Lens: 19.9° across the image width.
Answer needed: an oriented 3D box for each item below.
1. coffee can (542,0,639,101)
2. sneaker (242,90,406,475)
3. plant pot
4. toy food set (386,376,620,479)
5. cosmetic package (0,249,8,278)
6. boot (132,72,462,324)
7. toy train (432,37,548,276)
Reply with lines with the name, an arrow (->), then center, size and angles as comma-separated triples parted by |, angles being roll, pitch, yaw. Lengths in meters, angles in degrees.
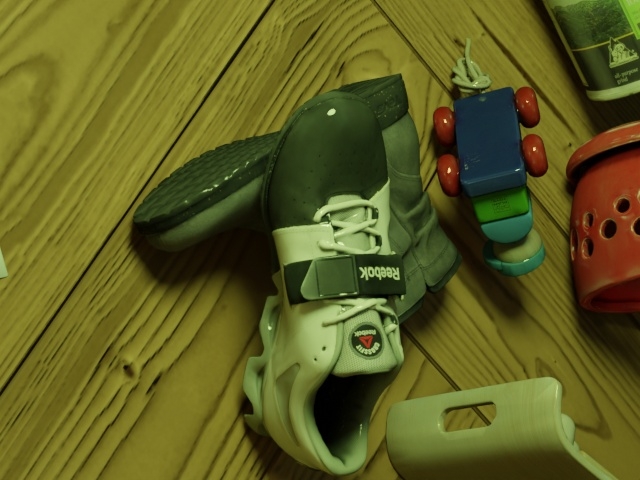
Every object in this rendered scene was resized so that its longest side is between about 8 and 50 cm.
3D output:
coffee can -> 0.319, -0.316, 1.954 | 0.201, 0.201, 0.275 | -40, 107, -41
sneaker -> 0.024, 0.043, 1.535 | 0.122, 0.146, 0.330 | -7, 114, -29
plant pot -> 0.351, -0.027, 1.929 | 0.191, 0.191, 0.174 | 5, 67, -42
toy food set -> 0.234, 0.229, 1.729 | 0.306, 0.220, 0.092 | 39, 56, -28
cosmetic package -> -0.326, -0.071, 1.398 | 0.099, 0.060, 0.239 | -16, 90, -46
boot -> 0.000, 0.000, 1.651 | 0.338, 0.118, 0.222 | -28, 105, -37
toy train -> 0.179, -0.086, 1.851 | 0.248, 0.105, 0.143 | -89, 163, -54
